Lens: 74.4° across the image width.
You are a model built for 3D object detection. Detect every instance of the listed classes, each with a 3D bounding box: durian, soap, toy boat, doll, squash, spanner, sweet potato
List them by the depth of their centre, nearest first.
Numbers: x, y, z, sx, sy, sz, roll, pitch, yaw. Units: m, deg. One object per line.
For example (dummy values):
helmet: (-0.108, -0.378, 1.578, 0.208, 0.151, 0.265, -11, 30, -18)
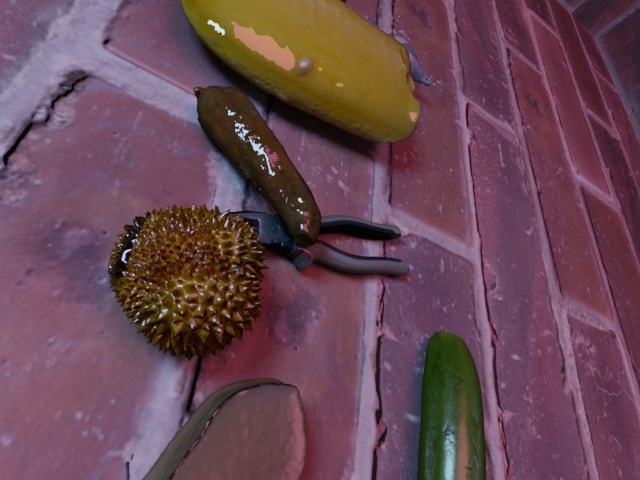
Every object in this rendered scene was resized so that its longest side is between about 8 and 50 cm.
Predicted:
toy boat: (-0.078, 0.208, 0.408, 0.116, 0.061, 0.188, 45, 48, -6)
durian: (-0.126, 0.037, 0.424, 0.168, 0.137, 0.158, 14, 37, -40)
squash: (0.171, 0.250, 0.552, 0.082, 0.082, 0.292, 29, 52, -20)
sweet potato: (-0.077, -0.104, 0.552, 0.075, 0.075, 0.273, -23, 70, -42)
spanner: (0.000, 0.000, 0.595, 0.325, 0.040, 0.095, 9, 60, -34)
soap: (-0.024, -0.336, 0.715, 0.428, 0.115, 0.305, 24, 58, -23)
doll: (0.143, -0.401, 0.902, 0.228, 0.075, 0.102, 38, 65, 1)

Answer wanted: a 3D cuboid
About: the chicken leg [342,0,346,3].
chicken leg: (-0.036, -0.522, 0.832, 0.196, 0.080, 0.125, 23, 40, -13)
